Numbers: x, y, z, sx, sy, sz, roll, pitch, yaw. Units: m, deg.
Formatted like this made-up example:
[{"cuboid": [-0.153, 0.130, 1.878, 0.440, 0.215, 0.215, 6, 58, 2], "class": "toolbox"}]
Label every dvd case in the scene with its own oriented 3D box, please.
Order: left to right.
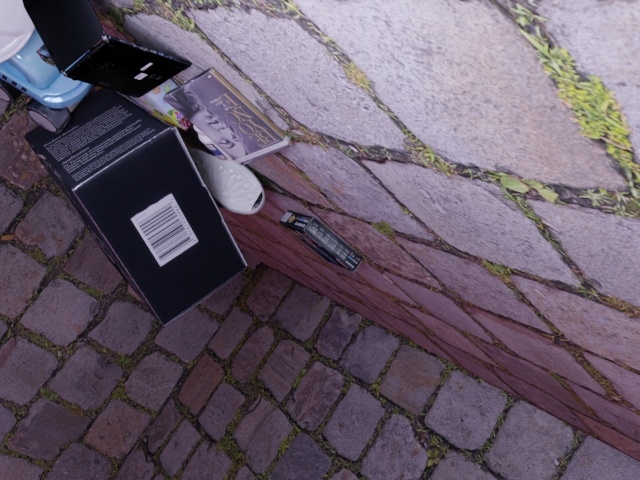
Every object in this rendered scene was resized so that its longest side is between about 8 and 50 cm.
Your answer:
[{"cuboid": [-0.183, -0.236, 1.396, 0.164, 0.018, 0.221, -13, 138, 45], "class": "dvd case"}]

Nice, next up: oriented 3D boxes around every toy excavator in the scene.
[{"cuboid": [-0.745, -0.518, 1.680, 0.432, 0.222, 0.445, 32, 159, -2], "class": "toy excavator"}]

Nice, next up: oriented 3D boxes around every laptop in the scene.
[{"cuboid": [-0.415, -0.399, 1.366, 0.264, 0.137, 0.234, 11, 168, -37], "class": "laptop"}]

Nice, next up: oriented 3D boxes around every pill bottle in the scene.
[{"cuboid": [-0.241, -0.241, 1.641, 0.067, 0.067, 0.120, 29, 170, 35], "class": "pill bottle"}]

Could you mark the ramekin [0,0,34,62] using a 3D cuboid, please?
[{"cuboid": [-0.732, -0.502, 1.453, 0.127, 0.273, 0.273, 42, 178, 38], "class": "ramekin"}]

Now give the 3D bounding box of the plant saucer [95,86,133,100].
[{"cuboid": [-0.594, -0.404, 2.171, 0.188, 0.045, 0.188, 32, 171, 21], "class": "plant saucer"}]

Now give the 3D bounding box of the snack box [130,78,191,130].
[{"cuboid": [-0.395, -0.352, 1.609, 0.174, 0.070, 0.207, 26, 166, 44], "class": "snack box"}]

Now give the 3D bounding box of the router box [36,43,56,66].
[{"cuboid": [-0.563, -0.441, 1.578, 0.092, 0.122, 0.038, 27, 163, 42], "class": "router box"}]

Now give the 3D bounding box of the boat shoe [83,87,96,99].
[{"cuboid": [-0.758, -0.479, 2.303, 0.066, 0.066, 0.183, 41, 170, -35], "class": "boat shoe"}]

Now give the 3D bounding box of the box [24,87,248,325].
[{"cuboid": [-0.502, -0.107, 1.935, 0.471, 0.297, 0.480, 36, 156, 49], "class": "box"}]

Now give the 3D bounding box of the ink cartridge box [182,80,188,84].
[{"cuboid": [-0.234, -0.269, 1.493, 0.099, 0.056, 0.135, 24, 167, 46], "class": "ink cartridge box"}]

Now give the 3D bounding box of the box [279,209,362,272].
[{"cuboid": [0.000, 0.000, 2.109, 0.220, 0.051, 0.175, 40, 170, -28], "class": "box"}]

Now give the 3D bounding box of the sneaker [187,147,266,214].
[{"cuboid": [-0.248, -0.145, 2.040, 0.322, 0.130, 0.236, 29, 175, 26], "class": "sneaker"}]
